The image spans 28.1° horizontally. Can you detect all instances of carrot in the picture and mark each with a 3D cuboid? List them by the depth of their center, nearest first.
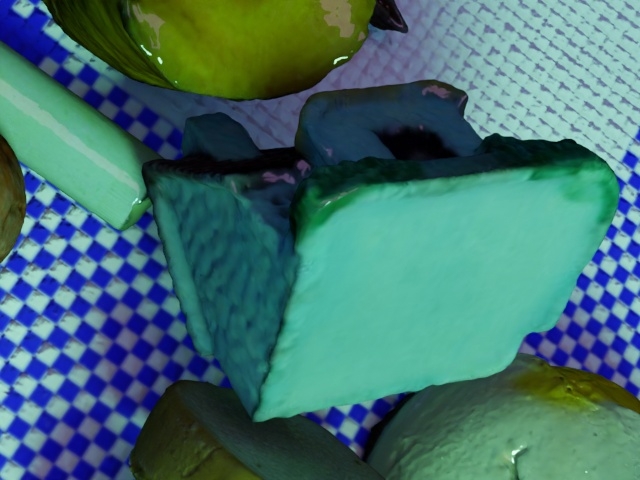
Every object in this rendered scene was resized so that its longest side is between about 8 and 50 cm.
[{"bbox_3d":[-0.095,-0.231,1.003,0.241,0.341,0.241,-5,106,-19],"label":"carrot"}]

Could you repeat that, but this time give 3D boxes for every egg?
[{"bbox_3d":[0.200,0.248,1.049,0.337,0.201,0.337,4,76,-15],"label":"egg"}]

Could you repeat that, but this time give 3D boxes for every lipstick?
[{"bbox_3d":[-0.260,-0.119,1.040,0.304,0.076,0.076,36,68,-9],"label":"lipstick"}]

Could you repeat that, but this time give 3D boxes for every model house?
[{"bbox_3d":[0.032,-0.038,0.987,0.280,0.230,0.249,-7,44,-29],"label":"model house"}]

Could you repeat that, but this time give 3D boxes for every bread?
[{"bbox_3d":[-0.033,0.186,0.962,0.236,0.236,0.070,27,95,-12],"label":"bread"}]

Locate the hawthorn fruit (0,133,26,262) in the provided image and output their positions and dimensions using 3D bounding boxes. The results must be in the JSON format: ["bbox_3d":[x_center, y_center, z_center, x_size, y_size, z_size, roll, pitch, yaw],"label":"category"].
[{"bbox_3d":[-0.279,-0.034,0.964,0.149,0.189,0.149,-2,93,-46],"label":"hawthorn fruit"}]

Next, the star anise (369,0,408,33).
[{"bbox_3d":[-0.013,-0.287,1.162,0.230,0.081,0.262,-38,103,-16],"label":"star anise"}]
